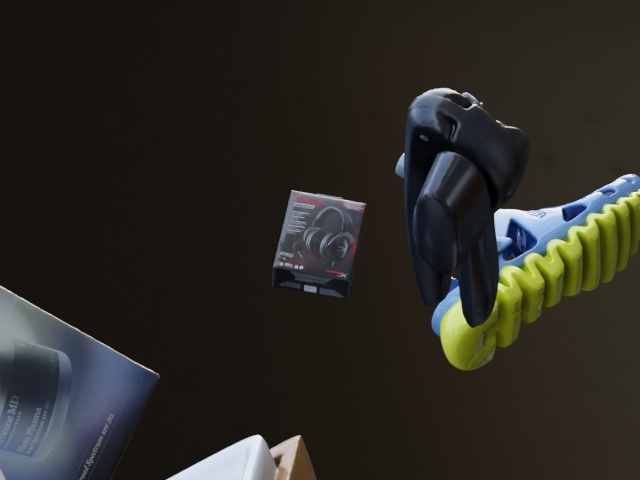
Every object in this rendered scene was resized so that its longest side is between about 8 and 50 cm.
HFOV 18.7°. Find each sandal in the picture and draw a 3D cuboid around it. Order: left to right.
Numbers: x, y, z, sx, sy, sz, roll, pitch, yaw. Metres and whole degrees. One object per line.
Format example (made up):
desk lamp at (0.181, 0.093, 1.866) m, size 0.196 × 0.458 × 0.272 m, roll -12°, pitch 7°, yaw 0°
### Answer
sandal at (0.225, 0.005, 2.086) m, size 0.317 × 0.138 × 0.126 m, roll -28°, pitch -36°, yaw -26°

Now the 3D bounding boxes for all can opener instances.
can opener at (0.060, -0.010, 0.913) m, size 0.073 × 0.059 × 0.186 m, roll -48°, pitch -17°, yaw -16°

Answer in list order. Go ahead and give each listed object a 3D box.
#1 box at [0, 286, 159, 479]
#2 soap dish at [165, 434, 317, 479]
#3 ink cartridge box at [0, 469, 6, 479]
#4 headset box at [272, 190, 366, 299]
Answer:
box at (-0.389, 0.214, 2.169) m, size 0.294 × 0.182 × 0.296 m, roll 31°, pitch -107°, yaw -25°
soap dish at (-0.126, 0.301, 1.528) m, size 0.118 × 0.291 × 0.229 m, roll 47°, pitch -151°, yaw -21°
ink cartridge box at (-0.406, 0.322, 1.802) m, size 0.272 × 0.130 × 0.309 m, roll -24°, pitch -97°, yaw -27°
headset box at (0.000, 0.000, 1.539) m, size 0.032 × 0.062 × 0.083 m, roll 95°, pitch -172°, yaw -59°
